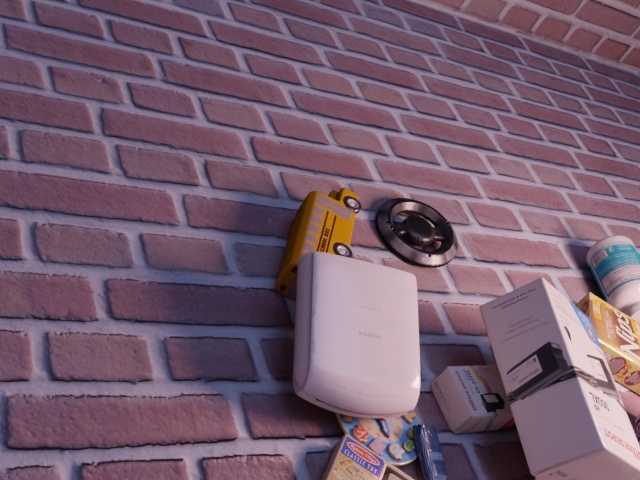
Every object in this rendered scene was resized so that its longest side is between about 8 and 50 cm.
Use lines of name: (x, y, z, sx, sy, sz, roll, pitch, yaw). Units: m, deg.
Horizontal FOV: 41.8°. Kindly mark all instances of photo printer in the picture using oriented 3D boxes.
photo printer: (0.070, 0.190, 1.632, 0.256, 0.107, 0.308, 14, 57, -19)

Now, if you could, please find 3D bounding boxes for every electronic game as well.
electronic game: (0.249, -0.022, 2.153, 0.229, 0.048, 0.229, 14, 44, -15)

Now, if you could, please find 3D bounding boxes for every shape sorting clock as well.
shape sorting clock: (0.117, 0.350, 1.651, 0.206, 0.040, 0.206, 21, 39, -19)

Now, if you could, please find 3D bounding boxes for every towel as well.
towel: (0.217, 0.418, 1.638, 0.067, 0.029, 0.119, 23, 47, -47)

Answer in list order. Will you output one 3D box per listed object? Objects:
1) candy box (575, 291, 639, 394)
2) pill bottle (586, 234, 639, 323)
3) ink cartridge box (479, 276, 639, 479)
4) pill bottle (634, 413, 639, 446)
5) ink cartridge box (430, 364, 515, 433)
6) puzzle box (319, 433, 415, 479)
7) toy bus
candy box: (0.813, 0.293, 2.216, 0.316, 0.087, 0.183, 32, 37, -5)
pill bottle: (0.874, 0.122, 2.403, 0.146, 0.146, 0.264, 15, 42, -25)
ink cartridge box: (0.519, 0.321, 1.789, 0.285, 0.166, 0.395, 33, 36, -44)
pill bottle: (0.819, 0.484, 1.947, 0.169, 0.169, 0.301, 31, 36, -5)
ink cartridge box: (0.342, 0.341, 1.809, 0.175, 0.072, 0.127, 4, 48, -36)
puzzle box: (0.161, 0.550, 1.458, 0.409, 0.052, 0.272, 34, 36, -2)
toy bus: (0.000, 0.000, 1.888, 0.130, 0.108, 0.333, 26, 38, -10)
